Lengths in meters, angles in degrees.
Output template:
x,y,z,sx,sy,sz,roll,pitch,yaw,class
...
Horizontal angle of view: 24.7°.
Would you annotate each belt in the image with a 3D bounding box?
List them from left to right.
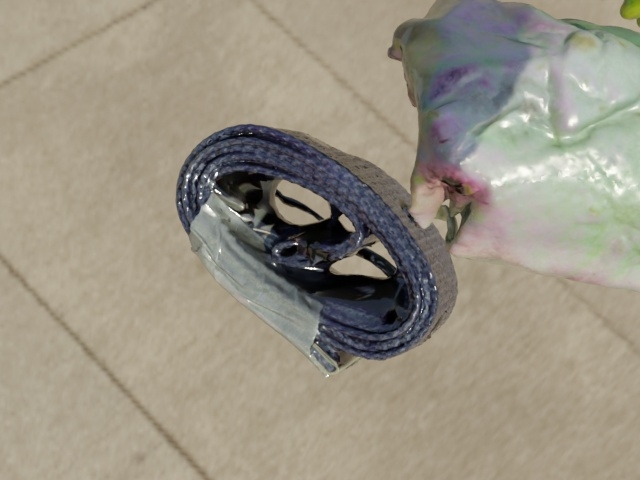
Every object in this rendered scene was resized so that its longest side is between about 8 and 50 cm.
x,y,z,sx,sy,sz,roll,pitch,yaw,class
0.000,0.000,1.147,0.230,0.140,0.126,36,13,9,belt

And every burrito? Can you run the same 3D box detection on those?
x,y,z,sx,sy,sz,roll,pitch,yaw,class
0.145,-0.042,0.674,0.228,0.089,0.144,9,68,-20,burrito

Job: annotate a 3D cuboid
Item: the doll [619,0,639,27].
x,y,z,sx,sy,sz,roll,pitch,yaw,class
0.235,-0.308,1.100,0.341,0.098,0.346,28,46,-36,doll
